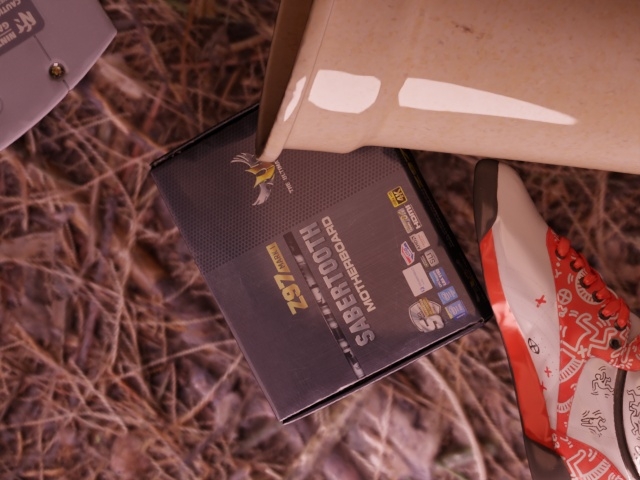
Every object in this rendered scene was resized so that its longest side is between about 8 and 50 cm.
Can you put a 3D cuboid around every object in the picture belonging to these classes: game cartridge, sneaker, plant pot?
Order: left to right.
[{"bbox_3d":[-0.318,-0.142,1.376,0.297,0.062,0.198,-34,104,-14],"label":"game cartridge"},{"bbox_3d":[0.142,-0.179,1.207,0.305,0.334,0.334,14,98,-7],"label":"plant pot"},{"bbox_3d":[0.206,0.058,1.319,0.145,0.090,0.270,-13,95,13],"label":"sneaker"}]

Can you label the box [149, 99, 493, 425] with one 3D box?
[{"bbox_3d":[0.000,0.000,1.379,0.183,0.059,0.233,-27,87,15],"label":"box"}]
